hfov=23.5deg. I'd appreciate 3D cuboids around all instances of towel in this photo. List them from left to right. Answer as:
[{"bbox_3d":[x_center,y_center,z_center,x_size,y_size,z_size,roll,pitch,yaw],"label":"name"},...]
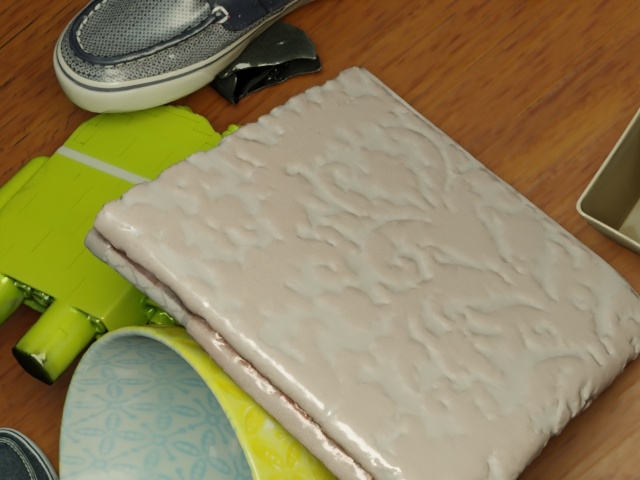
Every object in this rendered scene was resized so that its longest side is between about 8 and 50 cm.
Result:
[{"bbox_3d":[0.048,0.031,1.077,0.317,0.053,0.332,40,40,14],"label":"towel"}]

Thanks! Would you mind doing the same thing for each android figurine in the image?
[{"bbox_3d":[-0.168,-0.010,1.225,0.248,0.056,0.273,19,57,34],"label":"android figurine"}]

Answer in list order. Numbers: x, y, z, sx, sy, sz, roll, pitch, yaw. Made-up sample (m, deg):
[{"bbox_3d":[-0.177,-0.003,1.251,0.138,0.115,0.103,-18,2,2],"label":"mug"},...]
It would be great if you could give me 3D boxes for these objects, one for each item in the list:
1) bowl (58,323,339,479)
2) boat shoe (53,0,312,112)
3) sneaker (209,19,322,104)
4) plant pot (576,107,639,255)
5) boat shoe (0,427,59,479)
[{"bbox_3d":[-0.053,0.190,1.102,0.156,0.289,0.289,-10,63,-36],"label":"bowl"},{"bbox_3d":[-0.071,-0.241,1.220,0.340,0.158,0.127,-34,64,-16],"label":"boat shoe"},{"bbox_3d":[-0.091,-0.151,1.292,0.170,0.051,0.089,-21,65,1],"label":"sneaker"},{"bbox_3d":[0.266,-0.027,1.148,0.109,0.096,0.109,32,83,20],"label":"plant pot"},{"bbox_3d":[-0.233,0.223,1.187,0.065,0.083,0.183,-25,69,4],"label":"boat shoe"}]
